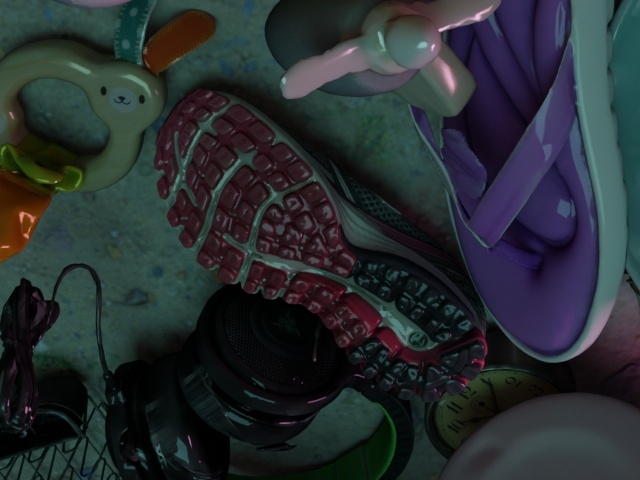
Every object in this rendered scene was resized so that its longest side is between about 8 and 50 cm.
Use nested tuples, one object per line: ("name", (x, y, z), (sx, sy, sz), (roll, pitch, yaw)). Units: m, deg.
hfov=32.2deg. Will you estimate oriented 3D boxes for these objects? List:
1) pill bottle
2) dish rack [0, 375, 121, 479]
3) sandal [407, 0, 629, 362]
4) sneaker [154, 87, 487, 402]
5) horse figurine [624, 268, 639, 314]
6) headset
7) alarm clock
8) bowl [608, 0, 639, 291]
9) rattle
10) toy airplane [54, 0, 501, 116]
("pill bottle", (0.235, 0.310, 0.920), (0.204, 0.204, 0.361), (-14, 131, 16))
("dish rack", (-0.257, 0.252, 1.074), (0.208, 0.074, 0.271), (-18, 122, 19))
("sandal", (0.108, -0.099, 0.718), (0.102, 0.169, 0.416), (-21, 120, -26))
("sneaker", (0.000, 0.000, 0.848), (0.299, 0.112, 0.121), (42, 115, -7))
("horse figurine", (0.378, 0.038, 0.854), (0.263, 0.066, 0.174), (-14, 129, 19))
("headset", (-0.091, 0.149, 0.911), (0.243, 0.185, 0.394), (-37, 126, 27))
("alarm clock", (0.139, 0.127, 0.944), (0.192, 0.064, 0.129), (33, 123, -21))
("bowl", (0.337, -0.066, 0.673), (0.163, 0.311, 0.312), (-15, 139, -39))
("rattle", (-0.174, -0.086, 0.783), (0.199, 0.143, 0.130), (-22, 102, 28))
("toy airplane", (-0.086, -0.219, 0.530), (0.386, 0.272, 0.384), (19, 153, 8))
